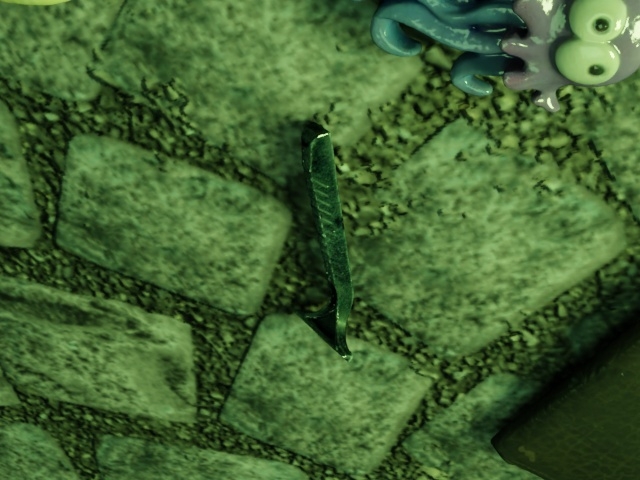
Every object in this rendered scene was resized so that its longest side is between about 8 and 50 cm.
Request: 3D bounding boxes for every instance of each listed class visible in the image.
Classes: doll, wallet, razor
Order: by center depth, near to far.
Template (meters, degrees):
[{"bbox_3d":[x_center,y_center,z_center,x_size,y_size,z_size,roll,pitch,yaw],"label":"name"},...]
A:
[{"bbox_3d":[0.099,-0.128,0.605,0.205,0.067,0.110,13,126,19],"label":"doll"},{"bbox_3d":[0.005,-0.003,0.776,0.066,0.033,0.190,39,146,41],"label":"razor"},{"bbox_3d":[0.277,0.115,0.794,0.170,0.044,0.321,28,137,-9],"label":"wallet"}]

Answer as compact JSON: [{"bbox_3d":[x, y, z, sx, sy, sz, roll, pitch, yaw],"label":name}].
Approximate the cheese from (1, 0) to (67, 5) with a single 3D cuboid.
[{"bbox_3d":[-0.171,-0.218,0.576,0.123,0.094,0.167,10,134,4],"label":"cheese"}]
